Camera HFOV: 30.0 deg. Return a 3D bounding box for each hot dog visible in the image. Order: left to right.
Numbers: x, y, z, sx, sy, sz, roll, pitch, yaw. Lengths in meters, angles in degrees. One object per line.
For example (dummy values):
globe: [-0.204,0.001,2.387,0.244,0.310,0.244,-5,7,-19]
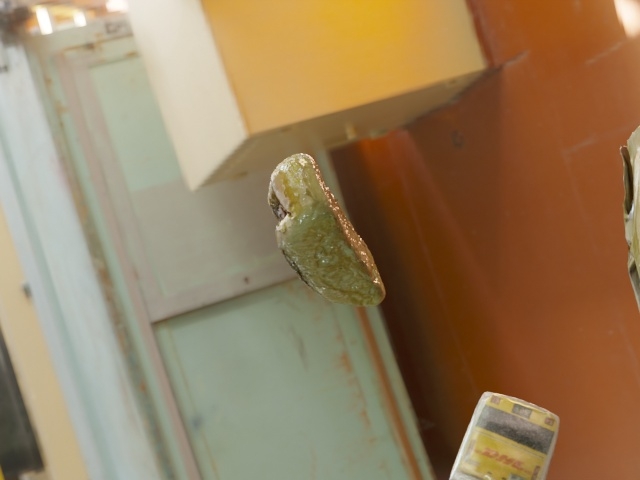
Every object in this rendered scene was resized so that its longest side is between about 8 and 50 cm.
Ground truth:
hot dog: [0.000,0.000,1.238,0.242,0.073,0.084,55,-164,-58]

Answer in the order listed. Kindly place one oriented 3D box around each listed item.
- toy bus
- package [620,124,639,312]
toy bus: [0.174,0.275,1.249,0.342,0.097,0.138,83,-154,-63]
package: [0.264,0.066,0.762,0.165,0.221,0.311,-15,77,56]
